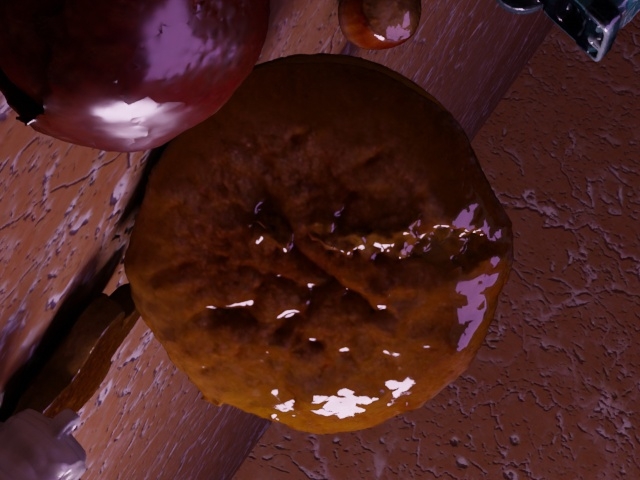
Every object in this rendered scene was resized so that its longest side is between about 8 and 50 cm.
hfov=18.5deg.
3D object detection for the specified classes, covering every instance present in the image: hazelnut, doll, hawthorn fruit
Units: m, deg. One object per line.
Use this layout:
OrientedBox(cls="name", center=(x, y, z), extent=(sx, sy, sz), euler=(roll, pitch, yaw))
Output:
OrientedBox(cls="hazelnut", center=(0.054, -0.216, 1.816), extent=(0.086, 0.086, 0.086), euler=(-56, 173, -10))
OrientedBox(cls="doll", center=(-0.267, 0.240, 1.445), extent=(0.293, 0.119, 0.138), euler=(-54, 158, 9))
OrientedBox(cls="hawthorn fruit", center=(-0.101, -0.112, 0.882), extent=(0.148, 0.148, 0.172), euler=(-59, 166, 12))

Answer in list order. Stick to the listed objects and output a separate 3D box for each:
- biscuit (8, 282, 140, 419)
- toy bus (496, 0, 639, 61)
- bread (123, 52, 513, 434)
OrientedBox(cls="biscuit", center=(-0.221, 0.137, 1.573), extent=(0.236, 0.039, 0.180), euler=(-58, 176, 8))
OrientedBox(cls="toy bus", center=(0.146, -0.261, 1.399), extent=(0.147, 0.256, 0.128), euler=(-47, 173, -1))
OrientedBox(cls="bread", center=(0.003, -0.004, 1.553), extent=(0.312, 0.312, 0.172), euler=(-60, -173, 22))
